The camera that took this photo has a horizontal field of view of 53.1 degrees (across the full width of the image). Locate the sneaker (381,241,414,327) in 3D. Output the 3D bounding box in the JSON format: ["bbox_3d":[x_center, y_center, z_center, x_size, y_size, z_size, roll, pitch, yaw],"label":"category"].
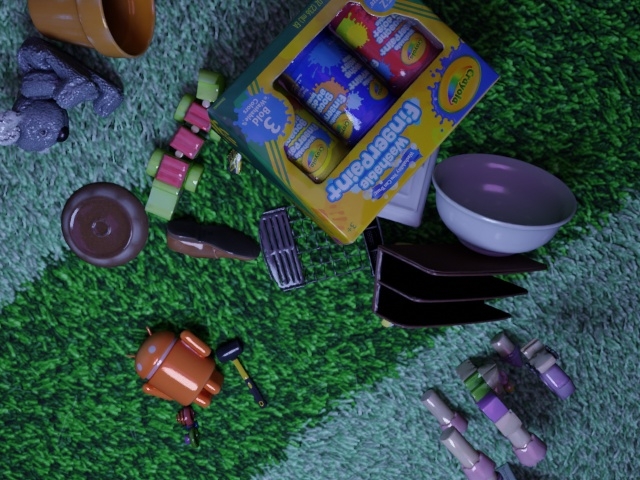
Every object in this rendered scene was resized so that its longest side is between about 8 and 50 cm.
[{"bbox_3d":[0.171,0.098,1.465,0.094,0.081,0.208,20,93,0],"label":"sneaker"}]

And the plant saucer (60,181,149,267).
[{"bbox_3d":[-0.490,-0.031,1.440,0.199,0.036,0.198,0,102,0],"label":"plant saucer"}]

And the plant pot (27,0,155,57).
[{"bbox_3d":[-0.464,-0.470,1.281,0.188,0.205,0.205,3,102,14],"label":"plant pot"}]

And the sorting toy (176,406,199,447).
[{"bbox_3d":[-0.320,0.448,1.529,0.042,0.061,0.102,-15,79,2],"label":"sorting toy"}]

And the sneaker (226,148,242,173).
[{"bbox_3d":[-0.191,-0.188,1.416,0.035,0.031,0.083,4,101,-2],"label":"sneaker"}]

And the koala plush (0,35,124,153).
[{"bbox_3d":[-0.565,-0.278,1.320,0.203,0.196,0.221,36,99,4],"label":"koala plush"}]

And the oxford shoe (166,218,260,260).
[{"bbox_3d":[-0.243,0.012,1.448,0.212,0.076,0.076,15,131,-7],"label":"oxford shoe"}]

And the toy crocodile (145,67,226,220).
[{"bbox_3d":[-0.287,-0.203,1.373,0.115,0.105,0.340,27,100,-6],"label":"toy crocodile"}]

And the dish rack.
[{"bbox_3d":[0.000,0.000,1.431,0.272,0.074,0.208,-15,95,3],"label":"dish rack"}]

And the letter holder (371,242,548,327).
[{"bbox_3d":[0.294,0.102,1.340,0.302,0.214,0.152,-1,103,-27],"label":"letter holder"}]

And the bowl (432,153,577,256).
[{"bbox_3d":[0.369,-0.059,1.352,0.298,0.298,0.134,6,124,-3],"label":"bowl"}]

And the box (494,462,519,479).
[{"bbox_3d":[0.467,0.671,1.530,0.119,0.181,0.182,-32,100,5],"label":"box"}]

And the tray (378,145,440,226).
[{"bbox_3d":[0.186,-0.175,1.385,0.145,0.030,0.270,16,85,-14],"label":"tray"}]

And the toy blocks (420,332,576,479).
[{"bbox_3d":[0.433,0.400,1.425,0.309,0.288,0.260,-41,96,4],"label":"toy blocks"}]

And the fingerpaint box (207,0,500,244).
[{"bbox_3d":[0.063,-0.275,1.273,0.371,0.163,0.445,43,84,-3],"label":"fingerpaint box"}]

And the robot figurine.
[{"bbox_3d":[-0.330,0.292,1.462,0.219,0.128,0.158,36,141,-8],"label":"robot figurine"}]

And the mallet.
[{"bbox_3d":[-0.172,0.317,1.521,0.062,0.039,0.189,-35,105,3],"label":"mallet"}]
